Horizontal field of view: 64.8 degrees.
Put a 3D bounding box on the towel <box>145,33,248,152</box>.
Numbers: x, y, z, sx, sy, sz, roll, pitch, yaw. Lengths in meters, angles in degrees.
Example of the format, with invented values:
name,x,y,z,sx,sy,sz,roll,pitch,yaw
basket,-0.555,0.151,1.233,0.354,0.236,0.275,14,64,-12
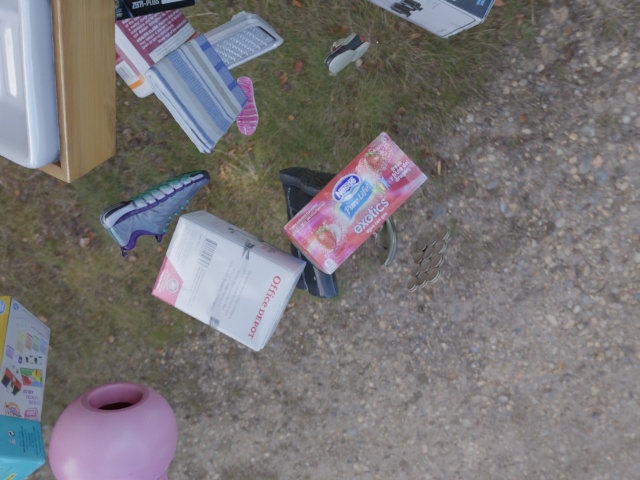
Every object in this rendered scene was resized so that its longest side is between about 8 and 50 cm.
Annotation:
name,x,y,z,sx,sy,sz,roll,pitch,yaw
towel,-0.273,-0.346,1.164,0.034,0.285,0.209,-21,119,28

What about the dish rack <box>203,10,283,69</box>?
name,x,y,z,sx,sy,sz,roll,pitch,yaw
dish rack,-0.305,-0.630,1.626,0.333,0.285,0.072,-18,93,15

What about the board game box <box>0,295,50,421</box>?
name,x,y,z,sx,sy,sz,roll,pitch,yaw
board game box,-0.744,0.325,1.212,0.064,0.316,0.242,-6,151,-8

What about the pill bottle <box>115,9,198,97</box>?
name,x,y,z,sx,sy,sz,roll,pitch,yaw
pill bottle,-0.482,-0.570,1.216,0.224,0.224,0.392,-27,120,16

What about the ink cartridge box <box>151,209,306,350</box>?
name,x,y,z,sx,sy,sz,roll,pitch,yaw
ink cartridge box,-0.204,0.086,1.137,0.283,0.117,0.207,27,104,7

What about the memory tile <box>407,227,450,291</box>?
name,x,y,z,sx,sy,sz,roll,pitch,yaw
memory tile,0.247,0.045,1.150,0.012,0.148,0.113,31,148,-15

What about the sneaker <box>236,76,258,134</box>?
name,x,y,z,sx,sy,sz,roll,pitch,yaw
sneaker,-0.213,-0.392,1.454,0.063,0.074,0.170,-4,122,-3

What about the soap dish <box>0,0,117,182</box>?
name,x,y,z,sx,sy,sz,roll,pitch,yaw
soap dish,-0.375,-0.221,0.638,0.291,0.118,0.228,22,115,31

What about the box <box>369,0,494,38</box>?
name,x,y,z,sx,sy,sz,roll,pitch,yaw
box,0.072,-0.364,0.629,0.290,0.169,0.087,23,103,-7

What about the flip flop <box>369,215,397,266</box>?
name,x,y,z,sx,sy,sz,roll,pitch,yaw
flip flop,0.176,-0.056,1.536,0.080,0.112,0.276,-6,91,-13

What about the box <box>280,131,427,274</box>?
name,x,y,z,sx,sy,sz,roll,pitch,yaw
box,0.067,-0.078,1.119,0.300,0.154,0.142,-44,94,-6

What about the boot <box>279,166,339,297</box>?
name,x,y,z,sx,sy,sz,roll,pitch,yaw
boot,-0.001,-0.001,1.695,0.146,0.367,0.444,-14,113,-24

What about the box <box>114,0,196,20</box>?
name,x,y,z,sx,sy,sz,roll,pitch,yaw
box,-0.326,-0.466,0.865,0.180,0.077,0.147,-22,70,-20

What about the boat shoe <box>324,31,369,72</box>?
name,x,y,z,sx,sy,sz,roll,pitch,yaw
boat shoe,0.042,-0.349,0.927,0.043,0.137,0.049,43,138,2

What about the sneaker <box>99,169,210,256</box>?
name,x,y,z,sx,sy,sz,roll,pitch,yaw
sneaker,-0.305,-0.058,0.982,0.224,0.083,0.098,-31,112,-24

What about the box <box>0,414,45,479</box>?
name,x,y,z,sx,sy,sz,roll,pitch,yaw
box,-0.437,0.230,0.543,0.101,0.060,0.244,-39,143,5

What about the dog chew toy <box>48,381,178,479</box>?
name,x,y,z,sx,sy,sz,roll,pitch,yaw
dog chew toy,-0.360,0.426,0.888,0.207,0.206,0.331,5,100,4
